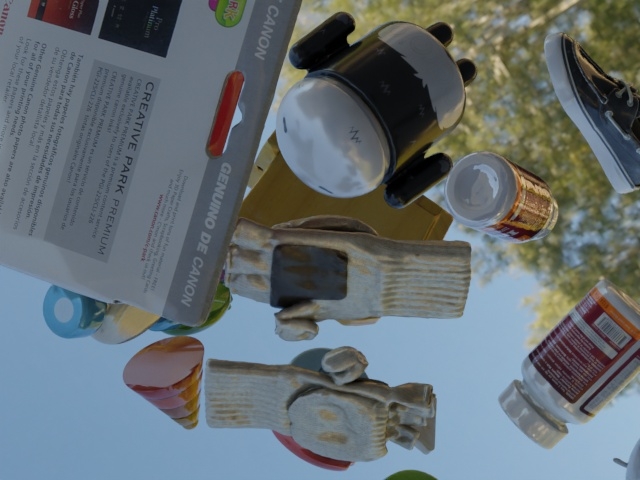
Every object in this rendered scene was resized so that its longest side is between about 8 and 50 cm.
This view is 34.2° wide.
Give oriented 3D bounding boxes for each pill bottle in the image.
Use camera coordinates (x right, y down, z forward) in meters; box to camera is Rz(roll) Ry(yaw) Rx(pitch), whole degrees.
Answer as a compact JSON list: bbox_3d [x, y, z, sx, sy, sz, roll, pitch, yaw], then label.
[{"bbox_3d":[0.209,-0.044,1.170,0.152,0.086,0.086,16,-129,-53],"label":"pill bottle"},{"bbox_3d":[0.349,0.169,1.401,0.121,0.221,0.121,39,-166,-12],"label":"pill bottle"}]

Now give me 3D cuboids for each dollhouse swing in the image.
[{"bbox_3d":[0.000,0.000,1.844,0.346,0.315,0.305,34,-111,-2],"label":"dollhouse swing"}]

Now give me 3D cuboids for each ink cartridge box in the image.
[{"bbox_3d":[-0.146,-0.117,0.797,0.271,0.310,0.130,19,-175,15],"label":"ink cartridge box"}]

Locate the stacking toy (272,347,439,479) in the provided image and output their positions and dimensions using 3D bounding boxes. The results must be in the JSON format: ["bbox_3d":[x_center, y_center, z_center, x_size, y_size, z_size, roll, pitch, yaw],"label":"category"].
[{"bbox_3d":[0.069,0.290,1.378,0.279,0.130,0.309,7,-122,-18],"label":"stacking toy"}]

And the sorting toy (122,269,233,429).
[{"bbox_3d":[-0.187,0.157,1.594,0.366,0.127,0.126,-75,-29,-58],"label":"sorting toy"}]

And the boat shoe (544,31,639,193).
[{"bbox_3d":[0.447,-0.203,1.593,0.301,0.102,0.108,54,-142,-22],"label":"boat shoe"}]

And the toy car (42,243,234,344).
[{"bbox_3d":[-0.272,-0.013,1.317,0.238,0.210,0.219,45,-163,21],"label":"toy car"}]

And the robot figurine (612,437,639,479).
[{"bbox_3d":[0.524,0.298,1.270,0.199,0.353,0.300,2,-109,-39],"label":"robot figurine"}]

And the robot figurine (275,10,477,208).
[{"bbox_3d":[0.071,-0.171,1.329,0.209,0.174,0.278,36,-121,28],"label":"robot figurine"}]

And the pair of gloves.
[{"bbox_3d":[0.008,0.090,0.870,0.204,0.240,0.042,11,-148,-2],"label":"pair of gloves"}]
